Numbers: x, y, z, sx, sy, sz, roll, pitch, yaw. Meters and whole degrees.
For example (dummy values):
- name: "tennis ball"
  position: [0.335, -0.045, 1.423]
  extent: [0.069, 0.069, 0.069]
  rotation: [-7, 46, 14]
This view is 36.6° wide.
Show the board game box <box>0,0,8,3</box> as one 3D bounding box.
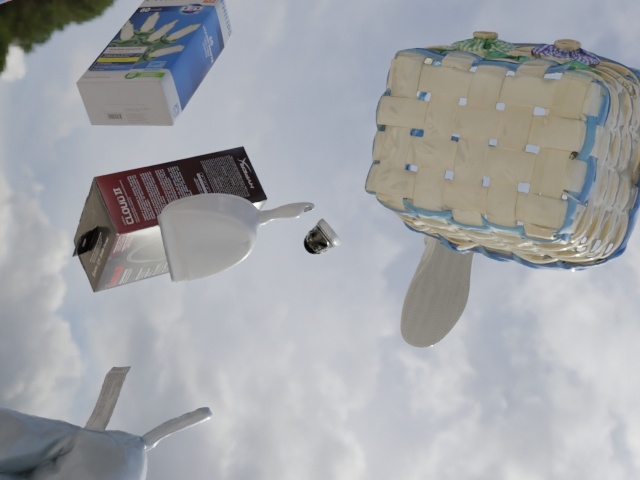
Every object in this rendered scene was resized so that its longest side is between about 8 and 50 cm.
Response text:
- name: "board game box"
  position: [-0.424, -0.282, 0.975]
  extent: [0.027, 0.281, 0.145]
  rotation: [-112, -176, -47]

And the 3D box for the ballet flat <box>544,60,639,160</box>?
- name: "ballet flat"
  position: [0.410, -0.174, 1.398]
  extent: [0.182, 0.164, 0.483]
  rotation: [56, -1, -1]

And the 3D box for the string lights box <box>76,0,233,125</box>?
- name: "string lights box"
  position: [-0.237, -0.270, 1.426]
  extent: [0.259, 0.133, 0.076]
  rotation: [-69, 155, -46]

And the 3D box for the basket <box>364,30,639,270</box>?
- name: "basket"
  position: [0.190, -0.078, 0.883]
  extent: [0.255, 0.289, 0.201]
  rotation: [13, -90, 25]

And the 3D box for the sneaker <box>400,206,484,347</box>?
- name: "sneaker"
  position: [0.223, 0.044, 1.758]
  extent: [0.169, 0.108, 0.292]
  rotation: [-69, 179, -81]

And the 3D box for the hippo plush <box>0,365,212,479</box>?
- name: "hippo plush"
  position: [-0.304, 0.305, 1.082]
  extent: [0.234, 0.294, 0.236]
  rotation: [26, -41, 5]

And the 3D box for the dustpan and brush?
- name: "dustpan and brush"
  position: [-0.110, -0.019, 1.333]
  extent: [0.147, 0.211, 0.060]
  rotation: [87, -5, -46]

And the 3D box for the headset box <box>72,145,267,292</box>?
- name: "headset box"
  position: [-0.264, -0.031, 1.586]
  extent: [0.110, 0.293, 0.218]
  rotation: [64, -32, 18]

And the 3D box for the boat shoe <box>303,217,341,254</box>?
- name: "boat shoe"
  position: [0.000, 0.000, 1.484]
  extent: [0.049, 0.040, 0.142]
  rotation: [51, -7, 1]
